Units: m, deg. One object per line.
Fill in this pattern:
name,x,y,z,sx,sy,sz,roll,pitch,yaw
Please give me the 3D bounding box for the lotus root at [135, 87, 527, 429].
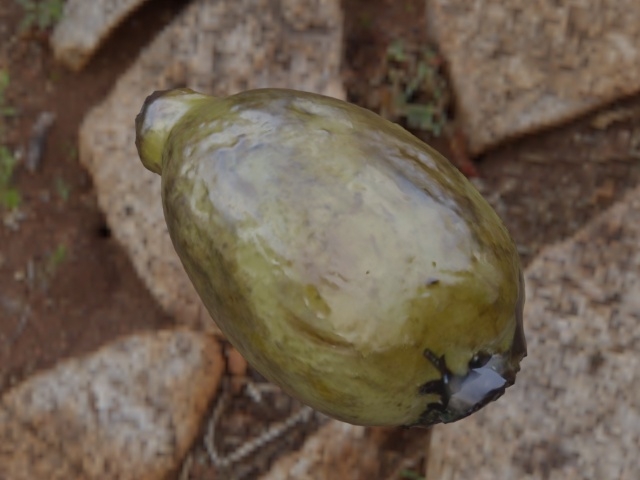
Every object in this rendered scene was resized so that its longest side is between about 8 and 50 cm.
lotus root,0.000,0.000,0.784,0.214,0.138,0.138,38,43,9
